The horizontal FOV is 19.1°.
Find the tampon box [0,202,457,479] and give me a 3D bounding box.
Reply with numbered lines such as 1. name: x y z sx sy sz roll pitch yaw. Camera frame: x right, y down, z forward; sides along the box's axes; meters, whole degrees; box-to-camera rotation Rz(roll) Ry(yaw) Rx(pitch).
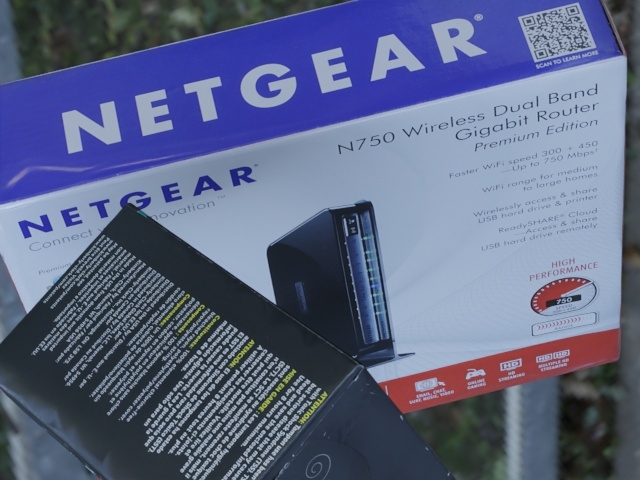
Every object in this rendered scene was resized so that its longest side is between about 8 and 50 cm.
1. tampon box: -0.043 0.081 0.823 0.161 0.101 0.120 33 168 40

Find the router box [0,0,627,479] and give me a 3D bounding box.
1. router box: 0.000 0.000 1.081 0.301 0.335 0.082 78 178 -55
